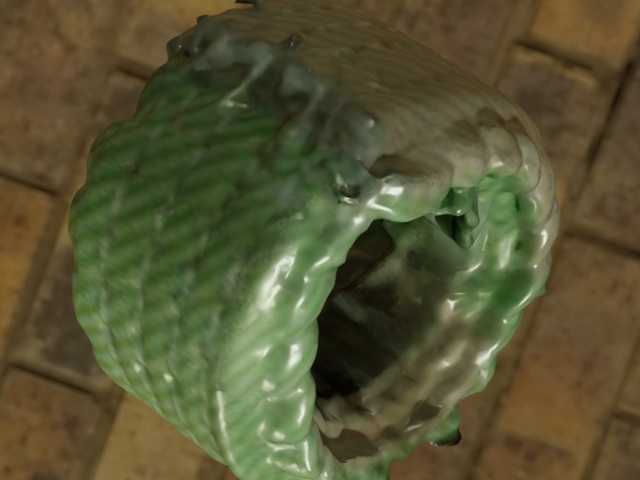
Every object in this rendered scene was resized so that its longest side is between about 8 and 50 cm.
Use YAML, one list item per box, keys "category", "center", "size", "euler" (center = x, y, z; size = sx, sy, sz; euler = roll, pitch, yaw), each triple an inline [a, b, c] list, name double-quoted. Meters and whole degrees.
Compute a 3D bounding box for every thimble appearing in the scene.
- category: "thimble"
  center: [0.000, 0.000, 0.849]
  size: [0.219, 0.150, 0.219]
  euler: [-34, 141, -33]
